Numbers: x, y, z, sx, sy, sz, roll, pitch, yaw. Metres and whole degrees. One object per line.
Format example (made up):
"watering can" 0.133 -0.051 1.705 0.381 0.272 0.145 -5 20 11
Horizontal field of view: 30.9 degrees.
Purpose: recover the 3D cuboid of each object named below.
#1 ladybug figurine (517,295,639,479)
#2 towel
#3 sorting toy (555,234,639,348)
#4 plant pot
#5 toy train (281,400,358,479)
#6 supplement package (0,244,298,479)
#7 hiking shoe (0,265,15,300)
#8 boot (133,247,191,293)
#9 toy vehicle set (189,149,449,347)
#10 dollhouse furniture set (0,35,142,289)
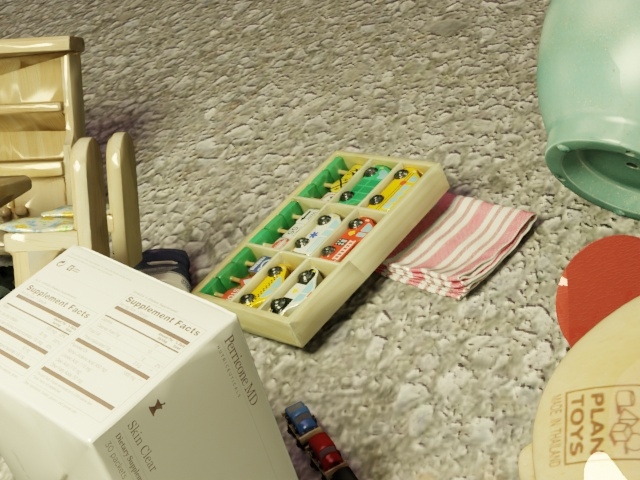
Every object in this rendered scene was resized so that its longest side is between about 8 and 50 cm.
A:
"ladybug figurine" 0.363 0.156 0.784 0.449 0.162 0.305 -2 57 18
"towel" 0.118 -0.009 1.264 0.197 0.029 0.144 18 47 40
"sorting toy" 0.367 0.010 1.098 0.365 0.127 0.126 -21 5 -10
"plant pot" 0.340 -0.137 1.163 0.293 0.293 0.196 15 73 37
"toy train" 0.003 0.191 1.030 0.027 0.036 0.158 -26 36 -13
"supplement package" -0.145 0.167 0.929 0.204 0.262 0.145 19 49 40
"hiking shoe" -0.383 0.107 1.246 0.113 0.132 0.304 -4 11 -5
"boot" -0.237 0.059 1.300 0.189 0.069 0.086 -8 28 0
"toy vehicle set" 0.000 0.000 1.261 0.166 0.035 0.267 10 47 45
"dollhouse furniture set" -0.378 -0.092 1.241 0.362 0.257 0.394 -3 7 5
